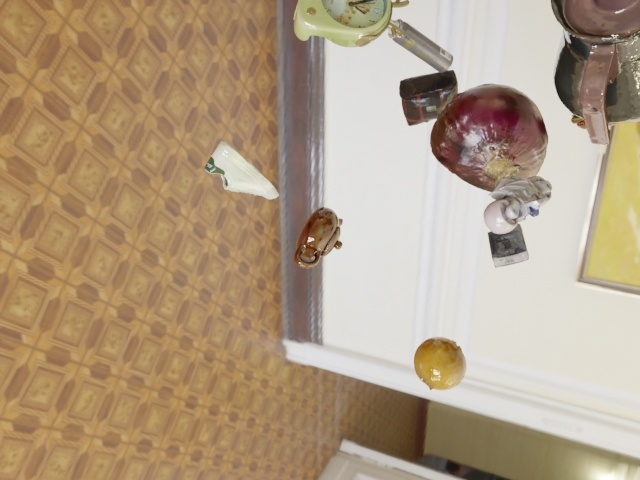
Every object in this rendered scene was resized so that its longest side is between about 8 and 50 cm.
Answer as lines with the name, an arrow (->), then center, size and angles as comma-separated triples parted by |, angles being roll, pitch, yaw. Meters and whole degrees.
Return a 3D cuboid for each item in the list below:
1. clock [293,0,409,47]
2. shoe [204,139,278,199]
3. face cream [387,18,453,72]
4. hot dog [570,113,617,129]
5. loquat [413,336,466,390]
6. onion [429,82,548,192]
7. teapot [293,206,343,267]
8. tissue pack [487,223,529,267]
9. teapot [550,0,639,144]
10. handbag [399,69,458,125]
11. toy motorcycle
clock -> 0.088, -0.636, 1.639 | 0.096, 0.308, 0.234 | 125, -24, -72
shoe -> -0.239, -0.185, 1.793 | 0.110, 0.095, 0.265 | -46, 131, -1
face cream -> 0.333, -0.666, 2.029 | 0.284, 0.073, 0.073 | 22, 78, -32
hot dog -> 0.805, -0.368, 1.757 | 0.062, 0.092, 0.236 | -38, -175, -3
loquat -> 0.301, 0.311, 1.507 | 0.141, 0.141, 0.141 | -40, 135, -55
onion -> 0.498, -0.311, 1.699 | 0.281, 0.337, 0.260 | -78, -168, -51
teapot -> 0.000, 0.000, 1.864 | 0.252, 0.135, 0.178 | -59, 172, -42
tissue pack -> 0.614, 0.016, 1.955 | 0.156, 0.112, 0.051 | -80, 148, -52
teapot -> 0.621, -0.403, 1.257 | 0.362, 0.306, 0.375 | 33, 73, -54
handbag -> 0.406, -0.522, 2.211 | 0.169, 0.216, 0.155 | 57, 29, -55
toy motorcycle -> 0.432, -0.093, 1.318 | 0.254, 0.113, 0.112 | -29, 128, -43
